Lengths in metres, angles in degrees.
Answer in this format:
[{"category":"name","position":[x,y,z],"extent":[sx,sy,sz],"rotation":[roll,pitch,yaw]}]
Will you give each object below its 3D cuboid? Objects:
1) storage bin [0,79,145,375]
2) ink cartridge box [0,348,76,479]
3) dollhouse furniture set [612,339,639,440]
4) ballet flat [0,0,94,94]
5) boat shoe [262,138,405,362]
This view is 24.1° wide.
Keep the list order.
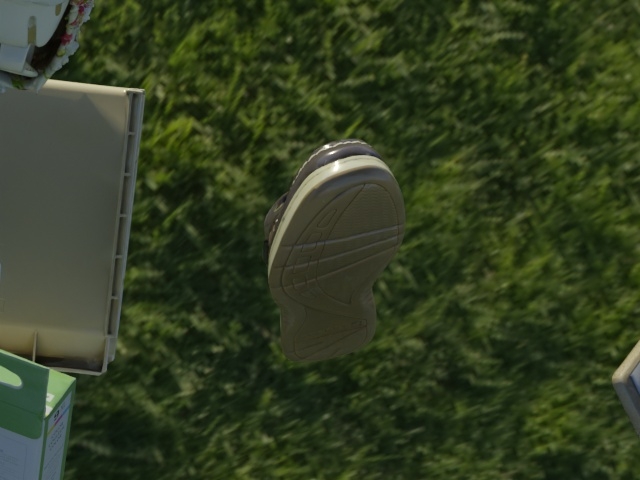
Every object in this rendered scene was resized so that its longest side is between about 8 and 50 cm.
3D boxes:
[{"category":"storage bin","position":[-0.300,-0.024,1.347],"extent":[0.262,0.123,0.260],"rotation":[6,92,-8]},{"category":"ink cartridge box","position":[-0.269,0.148,1.253],"extent":[0.109,0.209,0.062],"rotation":[20,38,9]},{"category":"dollhouse furniture set","position":[0.311,0.087,0.711],"extent":[0.151,0.301,0.197],"rotation":[-40,108,-43]},{"category":"ballet flat","position":[-0.157,-0.133,0.811],"extent":[0.091,0.241,0.077],"rotation":[13,80,-5]},{"category":"boat shoe","position":[0.000,0.000,1.127],"extent":[0.103,0.285,0.092],"rotation":[-15,63,-8]}]
